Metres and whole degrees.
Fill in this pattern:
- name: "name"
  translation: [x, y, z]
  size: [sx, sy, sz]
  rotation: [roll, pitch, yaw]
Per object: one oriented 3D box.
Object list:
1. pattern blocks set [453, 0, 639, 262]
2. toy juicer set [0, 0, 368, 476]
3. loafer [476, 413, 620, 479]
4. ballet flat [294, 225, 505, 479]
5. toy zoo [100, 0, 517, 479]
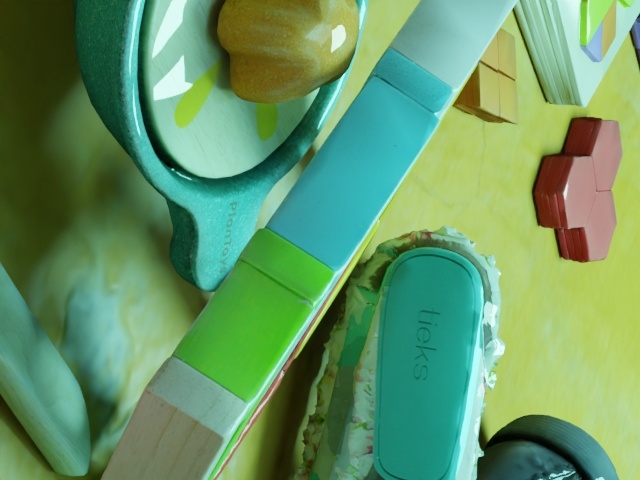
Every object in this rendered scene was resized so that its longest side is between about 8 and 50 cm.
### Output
- name: "pattern blocks set"
  translation: [0.133, -0.169, 1.000]
  size: [0.325, 0.026, 0.285]
  rotation: [53, 52, -50]
- name: "toy juicer set"
  translation: [-0.045, -0.086, 0.618]
  size: [0.209, 0.089, 0.329]
  rotation: [34, 78, -59]
- name: "loafer"
  translation: [0.112, 0.242, 1.003]
  size: [0.095, 0.109, 0.302]
  rotation: [-27, 113, -44]
- name: "ballet flat"
  translation: [0.027, 0.112, 0.842]
  size: [0.077, 0.091, 0.241]
  rotation: [130, -22, -84]
- name: "toy zoo"
  translation: [0.000, 0.000, 0.705]
  size: [0.293, 0.030, 0.192]
  rotation: [-56, 178, -37]
